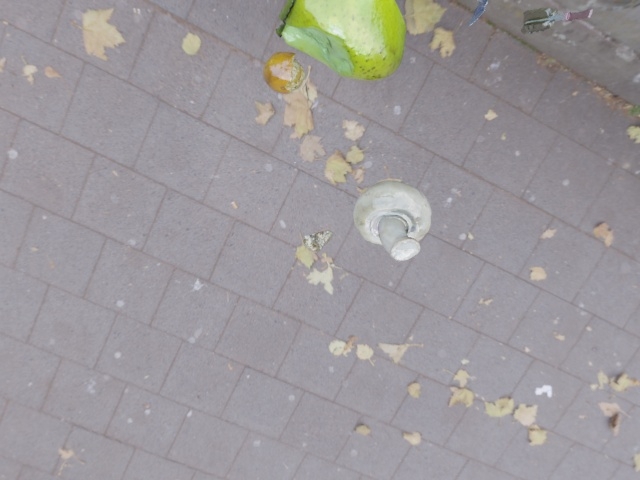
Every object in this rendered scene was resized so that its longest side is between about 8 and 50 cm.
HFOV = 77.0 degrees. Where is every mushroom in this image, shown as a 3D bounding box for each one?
[{"bbox_3d":[0.310,-0.096,1.612,0.315,0.356,0.315,-8,105,-31],"label":"mushroom"}]

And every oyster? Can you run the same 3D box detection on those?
[{"bbox_3d":[0.000,0.000,0.949,0.083,0.081,0.038,-25,65,-13],"label":"oyster"}]

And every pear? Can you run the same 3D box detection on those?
[{"bbox_3d":[0.054,-0.443,0.860,0.292,0.292,0.159,31,95,-9],"label":"pear"}]

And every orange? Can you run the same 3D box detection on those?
[{"bbox_3d":[-0.130,-0.606,1.448,0.156,0.156,0.134,0,92,-4],"label":"orange"}]

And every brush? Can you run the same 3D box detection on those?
[{"bbox_3d":[0.837,-0.791,1.429,0.071,0.301,0.084,-4,113,-16],"label":"brush"}]

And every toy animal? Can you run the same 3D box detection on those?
[{"bbox_3d":[0.275,-0.418,0.689,0.028,0.084,0.050,-20,76,-30],"label":"toy animal"}]
